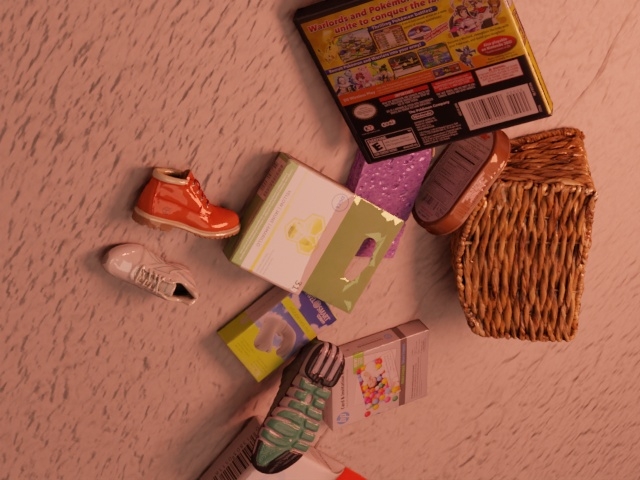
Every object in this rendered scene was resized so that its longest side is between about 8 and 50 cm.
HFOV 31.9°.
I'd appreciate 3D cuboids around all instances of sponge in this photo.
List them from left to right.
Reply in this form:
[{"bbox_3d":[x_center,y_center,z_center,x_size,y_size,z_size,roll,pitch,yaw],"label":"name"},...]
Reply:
[{"bbox_3d":[0.091,-0.072,1.681,0.117,0.031,0.210,4,115,-33],"label":"sponge"}]

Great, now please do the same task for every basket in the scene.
[{"bbox_3d":[0.318,-0.014,1.818,0.213,0.223,0.299,3,122,4],"label":"basket"}]

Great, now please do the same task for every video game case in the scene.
[{"bbox_3d":[0.138,-0.235,1.481,0.274,0.035,0.248,-13,126,25],"label":"video game case"}]

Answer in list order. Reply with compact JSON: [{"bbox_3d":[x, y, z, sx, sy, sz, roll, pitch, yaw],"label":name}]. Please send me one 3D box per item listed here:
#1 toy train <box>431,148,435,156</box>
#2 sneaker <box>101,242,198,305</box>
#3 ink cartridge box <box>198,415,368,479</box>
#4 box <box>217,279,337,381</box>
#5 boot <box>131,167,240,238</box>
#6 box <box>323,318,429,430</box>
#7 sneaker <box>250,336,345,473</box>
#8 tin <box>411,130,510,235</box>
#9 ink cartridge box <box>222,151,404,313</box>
[{"bbox_3d":[0.182,-0.258,1.588,0.143,0.105,0.248,-37,132,-25],"label":"toy train"},{"bbox_3d":[-0.228,0.048,1.536,0.152,0.061,0.054,21,107,-37],"label":"sneaker"},{"bbox_3d":[-0.072,0.497,1.889,0.308,0.091,0.385,-49,130,3],"label":"ink cartridge box"},{"bbox_3d":[-0.056,0.122,1.701,0.178,0.042,0.109,-39,131,-5],"label":"box"},{"bbox_3d":[-0.169,-0.051,1.516,0.157,0.059,0.085,11,107,-35],"label":"boot"},{"bbox_3d":[0.092,0.222,1.858,0.186,0.038,0.145,-15,124,-22],"label":"box"},{"bbox_3d":[-0.041,0.253,1.731,0.083,0.098,0.224,33,87,-22],"label":"sneaker"},{"bbox_3d":[0.210,-0.095,1.691,0.040,0.106,0.190,30,99,-39],"label":"tin"},{"bbox_3d":[0.000,0.000,1.615,0.235,0.056,0.171,28,97,-25],"label":"ink cartridge box"}]
